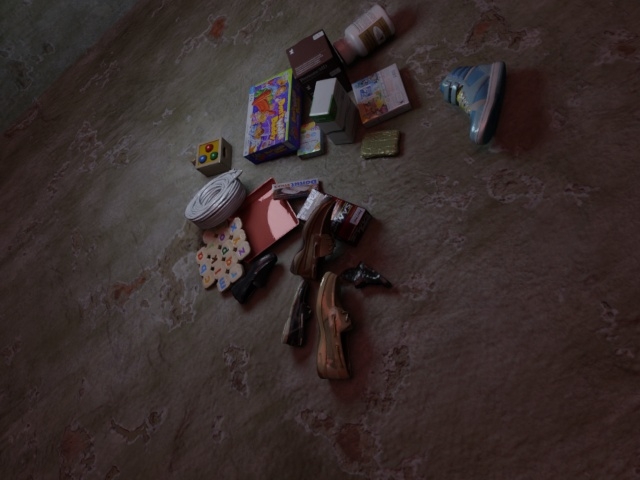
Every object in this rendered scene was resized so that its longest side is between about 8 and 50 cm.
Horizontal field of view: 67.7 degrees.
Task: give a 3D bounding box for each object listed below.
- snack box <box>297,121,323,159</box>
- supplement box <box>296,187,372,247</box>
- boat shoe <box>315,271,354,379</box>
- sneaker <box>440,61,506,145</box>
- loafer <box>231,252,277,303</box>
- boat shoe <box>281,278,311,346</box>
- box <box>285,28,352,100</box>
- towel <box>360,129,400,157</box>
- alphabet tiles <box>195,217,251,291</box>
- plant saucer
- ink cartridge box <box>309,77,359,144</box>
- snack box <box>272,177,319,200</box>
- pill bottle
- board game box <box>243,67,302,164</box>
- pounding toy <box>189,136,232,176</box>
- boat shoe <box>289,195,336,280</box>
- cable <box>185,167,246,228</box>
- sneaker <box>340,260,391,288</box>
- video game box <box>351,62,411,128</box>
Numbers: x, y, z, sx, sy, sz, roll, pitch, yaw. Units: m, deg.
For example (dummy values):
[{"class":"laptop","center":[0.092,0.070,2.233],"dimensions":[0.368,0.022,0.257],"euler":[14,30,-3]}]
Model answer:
[{"class":"snack box","center":[-0.039,-0.397,1.883],"dimensions":[0.100,0.037,0.141],"euler":[-11,65,24]},{"class":"supplement box","center":[0.047,-0.083,1.694],"dimensions":[0.240,0.073,0.130],"euler":[24,82,31]},{"class":"boat shoe","center":[0.055,0.269,1.530],"dimensions":[0.110,0.122,0.340],"euler":[-3,79,21]},{"class":"sneaker","center":[0.490,-0.455,1.595],"dimensions":[0.208,0.127,0.318],"euler":[9,65,27]},{"class":"loafer","center":[-0.232,0.140,1.746],"dimensions":[0.223,0.076,0.078],"euler":[-46,63,9]},{"class":"boat shoe","center":[-0.071,0.247,1.631],"dimensions":[0.079,0.084,0.233],"euler":[16,67,-6]},{"class":"box","center":[-0.004,-0.671,1.879],"dimensions":[0.169,0.203,0.166],"euler":[-25,62,17]},{"class":"towel","center":[0.218,-0.353,1.744],"dimensions":[0.148,0.027,0.110],"euler":[-1,69,27]},{"class":"alphabet tiles","center":[-0.379,0.051,1.852],"dimensions":[0.278,0.021,0.284],"euler":[-38,59,25]},{"class":"plant saucer","center":[-0.224,-0.076,1.841],"dimensions":[0.259,0.048,0.258],"euler":[-37,59,10]},{"class":"ink cartridge box","center":[0.056,-0.472,1.767],"dimensions":[0.087,0.208,0.152],"euler":[0,70,30]},{"class":"snack box","center":[-0.093,-0.193,1.803],"dimensions":[0.178,0.022,0.064],"euler":[-8,59,3]},{"class":"pill bottle","center":[0.168,-0.807,1.890],"dimensions":[0.229,0.131,0.131],"euler":[-36,59,10]},{"class":"board game box","center":[-0.192,-0.508,1.960],"dimensions":[0.234,0.078,0.346],"euler":[-13,64,32]},{"class":"pounding toy","center":[-0.496,-0.378,2.070],"dimensions":[0.206,0.094,0.180],"euler":[-11,66,22]},{"class":"boat shoe","center":[0.000,0.000,1.609],"dimensions":[0.117,0.123,0.324],"euler":[28,125,11]},{"class":"cable","center":[-0.418,-0.158,1.905],"dimensions":[0.257,0.089,0.257],"euler":[-10,44,37]},{"class":"sneaker","center":[0.147,0.131,1.574],"dimensions":[0.170,0.051,0.089],"euler":[37,89,37]},{"class":"video game box","center":[0.228,-0.546,1.805],"dimensions":[0.187,0.048,0.205],"euler":[-19,62,17]}]
